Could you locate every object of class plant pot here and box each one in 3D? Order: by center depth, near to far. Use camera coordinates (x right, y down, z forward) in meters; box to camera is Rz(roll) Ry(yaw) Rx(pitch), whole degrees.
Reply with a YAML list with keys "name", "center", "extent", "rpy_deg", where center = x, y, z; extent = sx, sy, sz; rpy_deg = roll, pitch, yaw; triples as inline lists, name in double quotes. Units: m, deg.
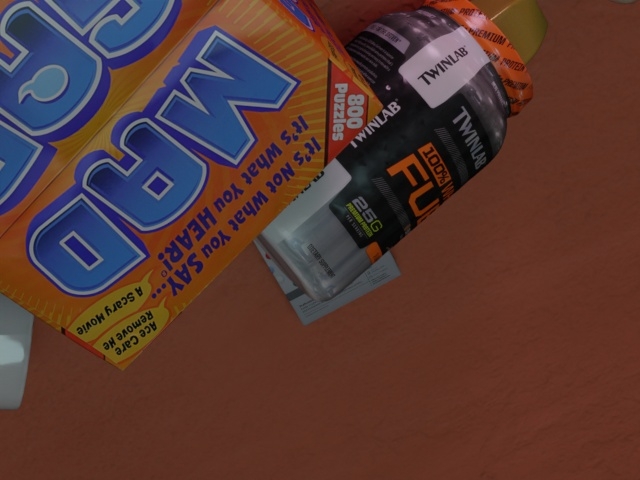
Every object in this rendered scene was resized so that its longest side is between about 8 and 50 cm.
- name: "plant pot"
  center: [0.214, -0.248, 1.363]
  extent: [0.083, 0.081, 0.081]
  rpy_deg: [-40, 120, -6]

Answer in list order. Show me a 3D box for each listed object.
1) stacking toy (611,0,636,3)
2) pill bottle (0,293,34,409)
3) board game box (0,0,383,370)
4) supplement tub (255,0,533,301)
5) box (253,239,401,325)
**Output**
- name: "stacking toy"
  center: [0.383, -0.413, 1.228]
  extent: [0.141, 0.141, 0.330]
  rpy_deg: [22, 127, -23]
- name: "pill bottle"
  center: [-0.508, 0.088, 1.298]
  extent: [0.361, 0.204, 0.204]
  rpy_deg: [7, 116, -17]
- name: "board game box"
  center: [-0.220, -0.175, 1.135]
  extent: [0.356, 0.356, 0.356]
  rpy_deg: [-44, 118, 12]
- name: "supplement tub"
  center: [0.059, -0.109, 1.304]
  extent: [0.338, 0.207, 0.207]
  rpy_deg: [-41, 120, -5]
- name: "box"
  center: [0.000, 0.000, 1.468]
  extent: [0.145, 0.038, 0.186]
  rpy_deg: [-28, 119, 1]
